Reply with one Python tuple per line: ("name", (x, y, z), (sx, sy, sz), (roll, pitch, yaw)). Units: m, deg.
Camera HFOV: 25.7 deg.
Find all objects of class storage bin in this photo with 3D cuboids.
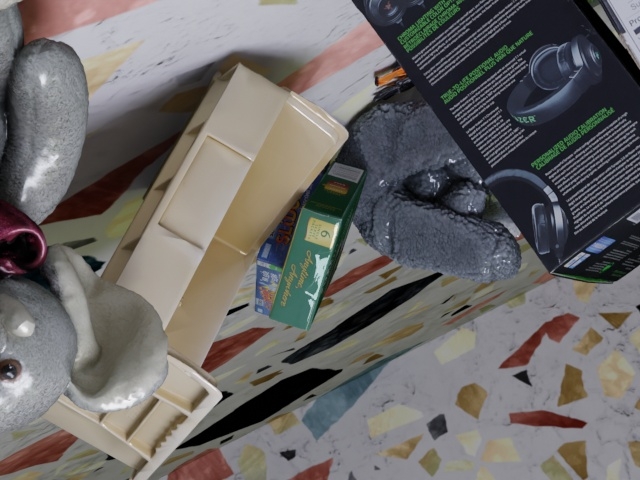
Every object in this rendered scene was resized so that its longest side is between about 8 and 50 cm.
("storage bin", (-0.111, 0.028, 1.148), (0.262, 0.123, 0.260), (-64, -171, -32))

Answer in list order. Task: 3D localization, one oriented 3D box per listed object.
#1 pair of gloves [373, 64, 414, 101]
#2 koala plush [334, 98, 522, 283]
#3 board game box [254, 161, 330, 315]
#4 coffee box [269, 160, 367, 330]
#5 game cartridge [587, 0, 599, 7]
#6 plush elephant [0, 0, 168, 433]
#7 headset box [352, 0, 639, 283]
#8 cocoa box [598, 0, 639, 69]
("pair of gloves", (0.083, -0.159, 1.330), (0.074, 0.010, 0.083), (-26, 169, -6))
("koala plush", (0.146, -0.069, 1.430), (0.203, 0.196, 0.221), (3, -170, 36))
("board game box", (-0.029, -0.008, 1.445), (0.035, 0.136, 0.201), (19, 162, 3))
("coffee box", (0.000, 0.000, 1.297), (0.184, 0.040, 0.113), (-63, 171, -70))
("game cartridge", (0.248, -0.235, 1.339), (0.056, 0.017, 0.083), (-23, 166, 0))
("plush elephant", (-0.240, 0.013, 0.865), (0.272, 0.255, 0.330), (-24, 166, -8))
("headset box", (0.171, -0.119, 1.083), (0.131, 0.283, 0.246), (-38, 164, 16))
("cocoa box", (0.329, -0.229, 1.064), (0.231, 0.228, 0.347), (-32, 165, 18))
